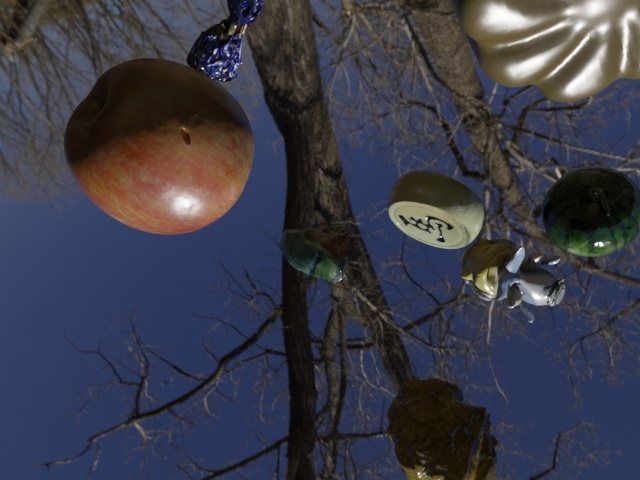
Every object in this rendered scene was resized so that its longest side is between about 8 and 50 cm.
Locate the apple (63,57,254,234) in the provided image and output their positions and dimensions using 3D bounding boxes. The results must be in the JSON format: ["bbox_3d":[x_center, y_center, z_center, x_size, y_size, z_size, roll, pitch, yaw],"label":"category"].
[{"bbox_3d":[-0.175,-0.102,0.548,0.188,0.174,0.188,-19,-123,32],"label":"apple"}]

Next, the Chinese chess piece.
[{"bbox_3d":[0.298,-0.076,1.298,0.250,0.250,0.101,14,-113,39],"label":"Chinese chess piece"}]

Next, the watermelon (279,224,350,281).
[{"bbox_3d":[0.000,0.000,1.033,0.187,0.071,0.139,28,-128,35],"label":"watermelon"}]

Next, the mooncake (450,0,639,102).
[{"bbox_3d":[0.353,-0.363,0.646,0.378,0.378,0.200,-13,-124,16],"label":"mooncake"}]

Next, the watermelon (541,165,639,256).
[{"bbox_3d":[0.553,-0.064,1.016,0.188,0.215,0.188,-12,-118,24],"label":"watermelon"}]

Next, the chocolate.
[{"bbox_3d":[-0.194,-0.510,1.127,0.343,0.126,0.148,-46,-158,45],"label":"chocolate"}]

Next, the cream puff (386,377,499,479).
[{"bbox_3d":[0.253,0.403,1.023,0.196,0.244,0.244,-20,-148,48],"label":"cream puff"}]

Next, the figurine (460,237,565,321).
[{"bbox_3d":[0.337,0.060,0.882,0.184,0.208,0.128,25,-88,28],"label":"figurine"}]
